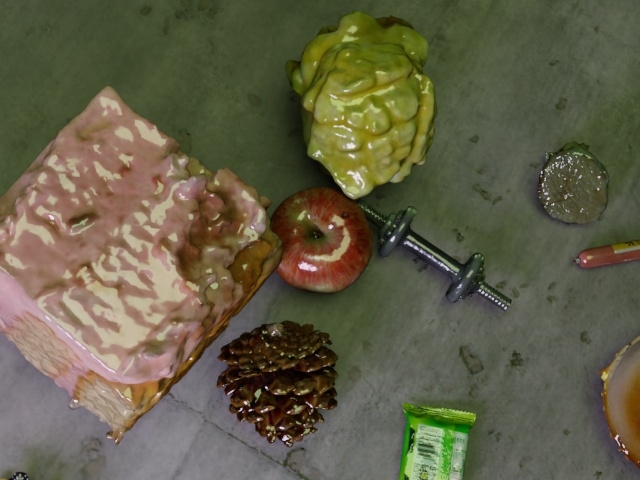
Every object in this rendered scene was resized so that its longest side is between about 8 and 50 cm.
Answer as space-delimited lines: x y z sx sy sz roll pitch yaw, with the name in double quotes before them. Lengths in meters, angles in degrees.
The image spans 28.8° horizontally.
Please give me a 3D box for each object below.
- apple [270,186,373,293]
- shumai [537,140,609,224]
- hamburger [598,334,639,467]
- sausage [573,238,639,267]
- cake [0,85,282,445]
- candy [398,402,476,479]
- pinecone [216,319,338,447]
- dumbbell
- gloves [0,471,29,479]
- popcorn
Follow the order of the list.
"apple" 0.000 0.000 1.665 0.146 0.131 0.146 -1 76 4
"shumai" 0.361 -0.091 1.789 0.099 0.123 0.087 1 33 9
"hamburger" 0.495 0.220 1.689 0.237 0.147 0.236 0 82 0
"sausage" 0.466 0.012 1.800 0.223 0.029 0.029 -10 77 -13
"cake" -0.248 0.026 1.528 0.307 0.293 0.314 42 65 0
"candy" 0.149 0.308 1.657 0.102 0.032 0.178 12 71 -11
"pinecone" -0.049 0.182 1.597 0.174 0.173 0.173 3 74 -10
"dumbbell" 0.152 0.019 1.711 0.254 0.081 0.081 33 71 0
"gloves" -0.363 0.373 1.520 0.129 0.106 0.180 -16 50 -16
"popcorn" 0.054 -0.178 1.661 0.195 0.256 0.254 -4 84 1
